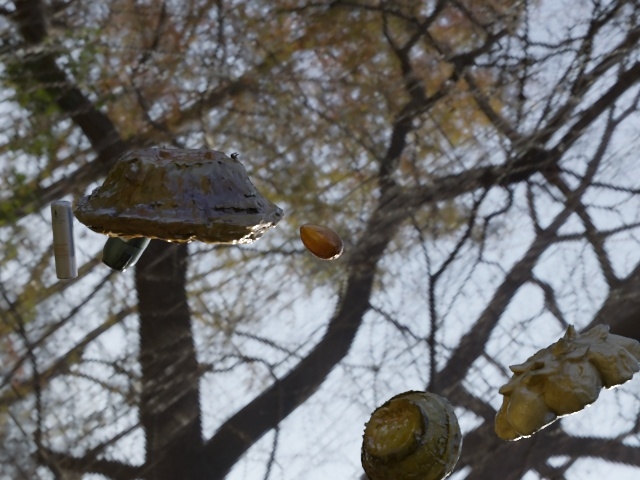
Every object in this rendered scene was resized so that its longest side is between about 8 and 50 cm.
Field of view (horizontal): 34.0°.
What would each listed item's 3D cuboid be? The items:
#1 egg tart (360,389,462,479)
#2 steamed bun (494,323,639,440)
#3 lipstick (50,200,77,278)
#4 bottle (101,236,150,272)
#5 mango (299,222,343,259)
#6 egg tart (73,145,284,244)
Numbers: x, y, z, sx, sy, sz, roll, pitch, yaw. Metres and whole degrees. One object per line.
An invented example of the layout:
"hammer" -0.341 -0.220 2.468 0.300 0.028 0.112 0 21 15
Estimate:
"egg tart" 0.130 0.311 1.646 0.191 0.191 0.074 11 -25 50
"steamed bun" 0.427 0.248 1.902 0.137 0.292 0.295 57 -28 6
"lipstick" -0.468 -0.002 1.911 0.040 0.040 0.141 10 -74 50
"bottle" -0.377 -0.048 2.229 0.080 0.253 0.096 30 6 -26
"mango" 0.000 0.000 1.915 0.089 0.060 0.046 37 -21 8
"egg tart" -0.228 -0.076 1.706 0.352 0.352 0.149 10 -78 50
